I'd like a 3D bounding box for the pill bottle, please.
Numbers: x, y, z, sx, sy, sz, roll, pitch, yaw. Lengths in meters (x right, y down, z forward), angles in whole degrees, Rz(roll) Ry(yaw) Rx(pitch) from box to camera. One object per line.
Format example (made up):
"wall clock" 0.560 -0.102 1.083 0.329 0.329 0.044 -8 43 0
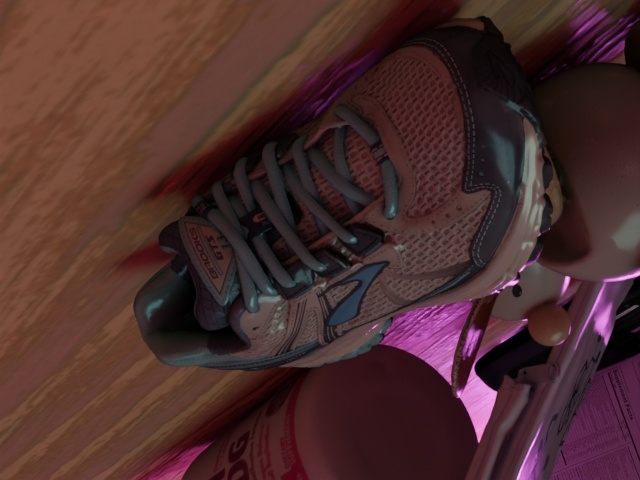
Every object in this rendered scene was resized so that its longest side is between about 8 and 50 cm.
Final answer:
"pill bottle" -0.016 0.207 1.302 0.160 0.160 0.283 -11 159 -40

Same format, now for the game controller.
"game controller" 0.287 0.057 1.487 0.166 0.067 0.319 13 142 -43

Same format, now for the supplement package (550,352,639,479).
"supplement package" 0.317 0.198 1.542 0.203 0.149 0.194 -26 158 23

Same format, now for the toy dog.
"toy dog" 0.152 0.005 0.888 0.220 0.161 0.333 -28 164 12

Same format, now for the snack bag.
"snack bag" 0.159 0.133 1.218 0.342 0.037 0.323 -65 165 -8

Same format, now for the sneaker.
"sneaker" 0.000 0.000 0.747 0.122 0.110 0.283 -12 160 -30
